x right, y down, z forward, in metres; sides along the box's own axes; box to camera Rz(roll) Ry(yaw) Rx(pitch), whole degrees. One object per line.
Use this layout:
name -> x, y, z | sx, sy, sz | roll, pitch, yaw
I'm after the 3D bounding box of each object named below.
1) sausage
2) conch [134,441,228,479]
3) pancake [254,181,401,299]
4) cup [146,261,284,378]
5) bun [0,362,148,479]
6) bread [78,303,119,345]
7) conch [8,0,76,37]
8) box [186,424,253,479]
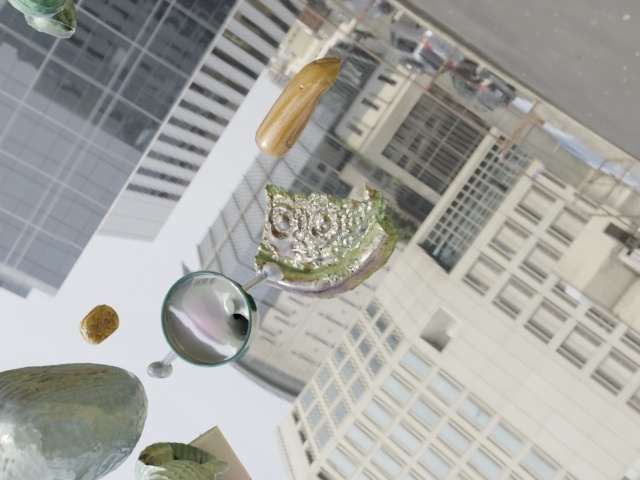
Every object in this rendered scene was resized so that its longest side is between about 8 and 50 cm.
sausage -> -0.065, -0.404, 2.035 | 0.116, 0.354, 0.134 | 29, -157, -19
conch -> -0.206, 0.347, 0.980 | 0.135, 0.102, 0.153 | 32, 178, 17
pancake -> 0.000, 0.005, 1.748 | 0.426, 0.305, 0.067 | 2, -163, 28
cup -> -0.183, 0.146, 1.243 | 0.167, 0.299, 0.173 | 49, 178, 12
bun -> -0.484, 0.341, 1.251 | 0.362, 0.211, 0.362 | -1, 178, 0
bread -> -0.569, 0.214, 1.776 | 0.044, 0.111, 0.083 | -3, 123, 45
conch -> -0.605, -0.531, 1.508 | 0.176, 0.122, 0.188 | 42, 174, -18
box -> -0.250, 0.603, 1.696 | 0.106, 0.203, 0.252 | -27, -105, -34
